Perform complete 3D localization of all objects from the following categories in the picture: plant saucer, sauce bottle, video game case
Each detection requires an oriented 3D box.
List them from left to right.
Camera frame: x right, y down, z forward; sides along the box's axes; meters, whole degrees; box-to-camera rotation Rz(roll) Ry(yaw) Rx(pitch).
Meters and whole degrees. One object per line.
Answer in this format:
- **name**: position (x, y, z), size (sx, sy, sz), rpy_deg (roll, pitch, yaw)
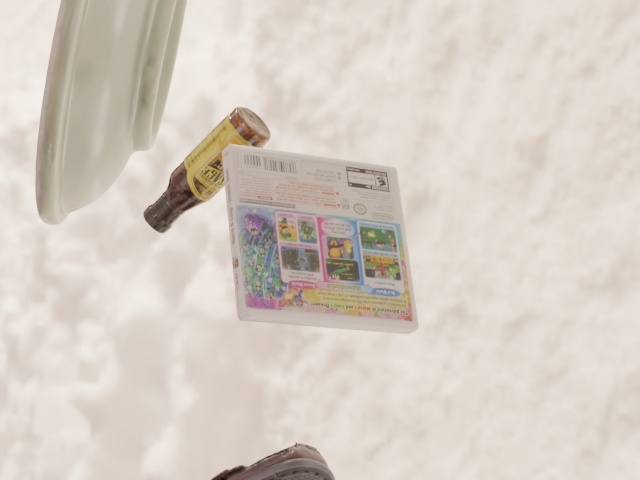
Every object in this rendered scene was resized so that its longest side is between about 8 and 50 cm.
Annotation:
- **plant saucer**: position (-0.201, -0.204, 1.826), size (0.400, 0.100, 0.400), rpy_deg (-168, 90, -88)
- **sauce bottle**: position (-0.096, -0.056, 1.477), size (0.128, 0.042, 0.042), rpy_deg (-45, 39, 21)
- **video game case**: position (0.000, 0.000, 1.398), size (0.019, 0.157, 0.143), rpy_deg (-36, 54, 52)

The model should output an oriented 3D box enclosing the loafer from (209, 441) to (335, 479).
- **loafer**: position (-0.111, 0.280, 1.689), size (0.302, 0.109, 0.095), rpy_deg (-44, 34, 20)
